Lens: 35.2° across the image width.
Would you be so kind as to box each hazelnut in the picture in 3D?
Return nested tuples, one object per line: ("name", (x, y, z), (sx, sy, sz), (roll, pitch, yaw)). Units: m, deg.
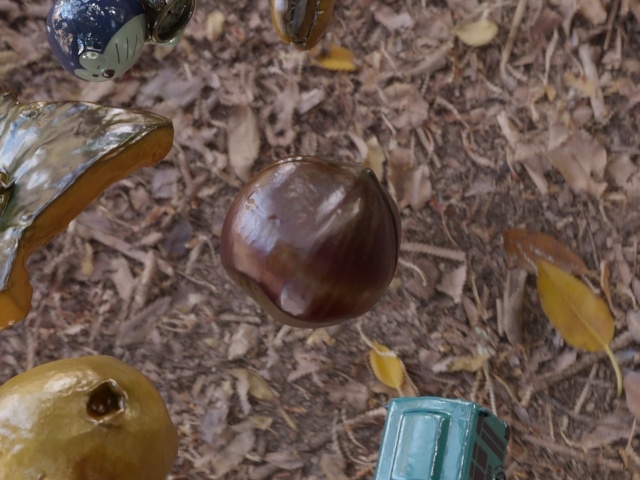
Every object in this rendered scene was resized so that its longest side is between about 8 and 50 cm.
("hazelnut", (0.000, 0.000, 1.236), (0.229, 0.229, 0.229), (-5, 72, 15))

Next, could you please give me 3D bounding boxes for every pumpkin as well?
("pumpkin", (-0.286, -0.009, 0.828), (0.258, 0.095, 0.290), (14, 65, 43))

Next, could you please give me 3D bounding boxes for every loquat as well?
("loquat", (-0.274, 0.233, 1.131), (0.238, 0.238, 0.193), (-27, 74, 7))

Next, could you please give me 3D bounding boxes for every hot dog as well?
("hot dog", (-0.020, -0.332, 1.377), (0.089, 0.060, 0.140), (19, 81, -24))

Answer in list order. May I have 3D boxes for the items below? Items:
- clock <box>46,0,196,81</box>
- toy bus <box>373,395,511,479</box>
("clock", (-0.315, -0.339, 1.578), (0.146, 0.199, 0.243), (45, 48, 9))
("toy bus", (0.126, 0.301, 1.127), (0.128, 0.147, 0.256), (-3, 58, 30))
